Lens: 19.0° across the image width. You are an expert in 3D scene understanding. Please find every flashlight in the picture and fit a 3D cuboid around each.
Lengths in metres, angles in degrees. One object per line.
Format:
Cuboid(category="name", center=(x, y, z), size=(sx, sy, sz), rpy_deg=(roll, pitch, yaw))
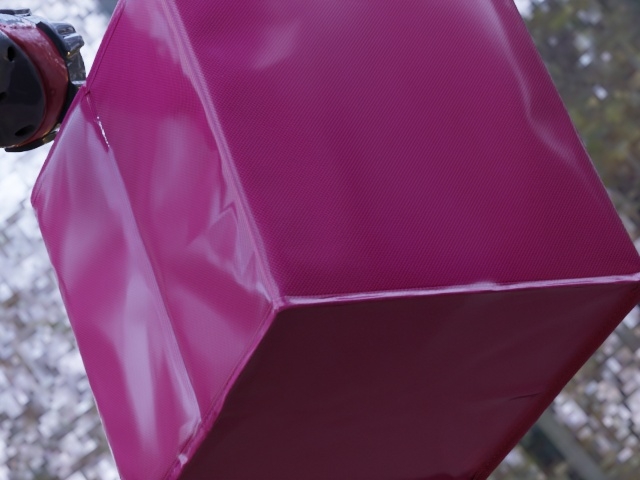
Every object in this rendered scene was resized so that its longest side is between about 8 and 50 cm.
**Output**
Cuboid(category="flashlight", center=(-0.245, -0.091, 1.230), size=(0.103, 0.103, 0.304), rpy_deg=(-37, 1, 19))

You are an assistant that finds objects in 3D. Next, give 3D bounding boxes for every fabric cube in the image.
Cuboid(category="fabric cube", center=(0.000, 0.000, 1.180), size=(0.254, 0.258, 0.259), rpy_deg=(-3, -35, -30))
